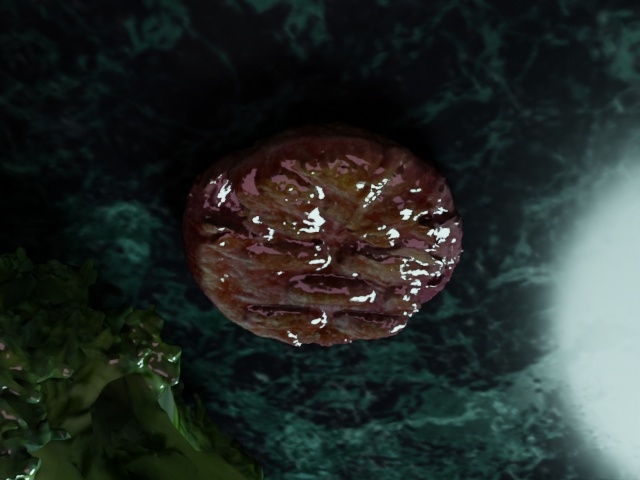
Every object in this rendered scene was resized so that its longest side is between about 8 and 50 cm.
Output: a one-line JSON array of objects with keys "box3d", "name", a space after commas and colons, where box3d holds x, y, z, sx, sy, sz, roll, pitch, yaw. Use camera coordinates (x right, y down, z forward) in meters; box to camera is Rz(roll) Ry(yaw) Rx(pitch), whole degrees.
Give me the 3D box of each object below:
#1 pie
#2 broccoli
[{"box3d": [0.000, 0.000, 0.666, 0.154, 0.036, 0.154, 3, 134, 3], "name": "pie"}, {"box3d": [-0.120, 0.189, 0.655, 0.249, 0.302, 0.375, -33, 125, -13], "name": "broccoli"}]
